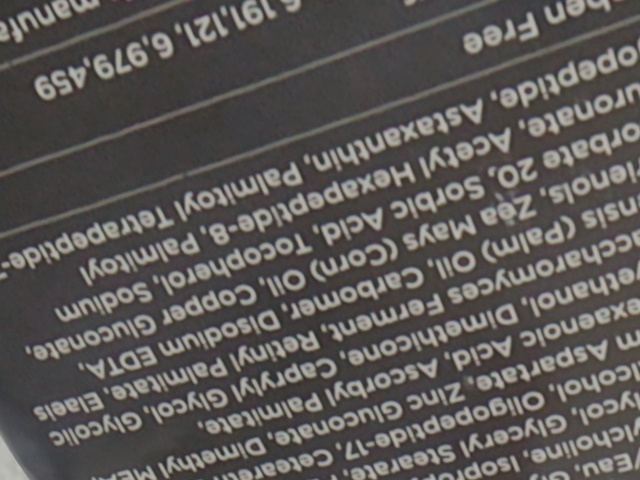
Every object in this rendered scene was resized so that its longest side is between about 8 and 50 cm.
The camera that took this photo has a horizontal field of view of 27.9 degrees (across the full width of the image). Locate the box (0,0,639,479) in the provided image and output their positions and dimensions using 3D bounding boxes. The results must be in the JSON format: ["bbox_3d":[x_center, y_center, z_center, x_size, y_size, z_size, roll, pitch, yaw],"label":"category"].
[{"bbox_3d":[0.044,-0.087,0.576,0.297,0.471,0.480,-19,26,15],"label":"box"}]
